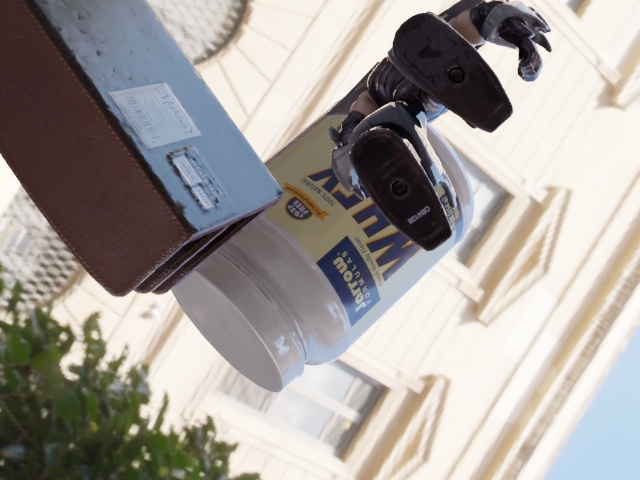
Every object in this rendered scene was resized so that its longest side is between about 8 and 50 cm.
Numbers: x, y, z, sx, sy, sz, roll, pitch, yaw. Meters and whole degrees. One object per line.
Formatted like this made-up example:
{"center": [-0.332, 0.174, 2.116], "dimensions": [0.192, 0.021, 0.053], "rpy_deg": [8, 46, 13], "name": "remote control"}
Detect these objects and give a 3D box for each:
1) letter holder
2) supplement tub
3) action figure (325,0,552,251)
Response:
{"center": [-0.223, -0.091, 0.886], "dimensions": [0.214, 0.302, 0.152], "rpy_deg": [-38, 176, 33], "name": "letter holder"}
{"center": [0.000, 0.000, 1.133], "dimensions": [0.325, 0.235, 0.235], "rpy_deg": [-42, -152, -23], "name": "supplement tub"}
{"center": [0.073, -0.096, 0.654], "dimensions": [0.185, 0.099, 0.285], "rpy_deg": [-49, -174, 18], "name": "action figure"}
